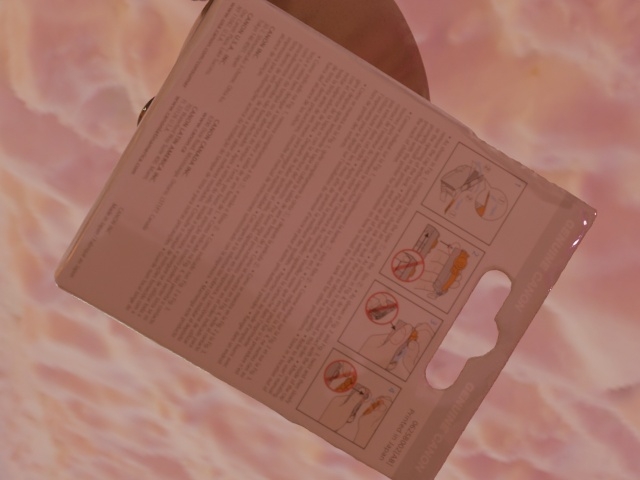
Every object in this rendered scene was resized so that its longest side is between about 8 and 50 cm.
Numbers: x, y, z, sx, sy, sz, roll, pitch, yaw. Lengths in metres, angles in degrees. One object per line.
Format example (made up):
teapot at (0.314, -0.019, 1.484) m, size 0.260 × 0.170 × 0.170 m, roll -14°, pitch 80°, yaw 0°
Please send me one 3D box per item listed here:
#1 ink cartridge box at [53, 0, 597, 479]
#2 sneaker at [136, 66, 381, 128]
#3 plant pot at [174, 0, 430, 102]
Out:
ink cartridge box at (0.000, 0.000, 0.743) m, size 0.232 × 0.189 × 0.066 m, roll 31°, pitch -176°, yaw -9°
sneaker at (-0.030, -0.081, 1.166) m, size 0.227 × 0.130 × 0.087 m, roll -13°, pitch 144°, yaw -25°
plant pot at (-0.048, -0.159, 1.447) m, size 0.284 × 0.191 × 0.284 m, roll 43°, pitch 150°, yaw 32°
